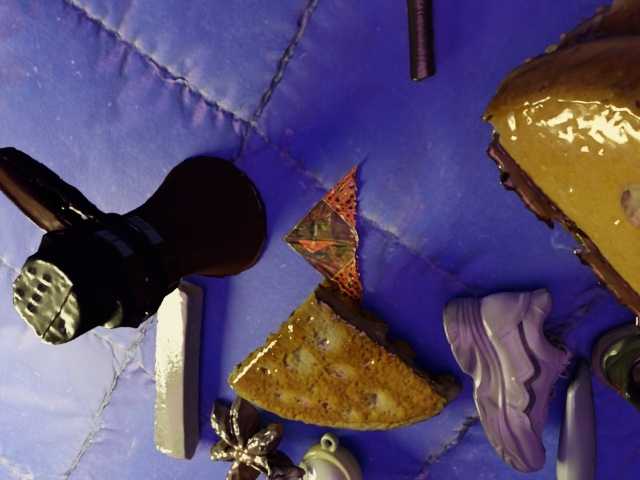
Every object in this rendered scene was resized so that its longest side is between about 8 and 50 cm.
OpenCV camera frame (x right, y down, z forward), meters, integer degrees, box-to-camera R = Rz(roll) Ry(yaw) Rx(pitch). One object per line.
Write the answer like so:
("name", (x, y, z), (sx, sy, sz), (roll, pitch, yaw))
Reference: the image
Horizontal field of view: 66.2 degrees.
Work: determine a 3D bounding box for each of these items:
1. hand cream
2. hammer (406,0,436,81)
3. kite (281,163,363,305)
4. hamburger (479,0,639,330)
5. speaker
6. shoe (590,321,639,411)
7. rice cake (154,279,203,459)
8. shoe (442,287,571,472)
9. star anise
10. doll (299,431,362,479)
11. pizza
("hand cream", (0.340, 0.281, 0.653), (0.048, 0.079, 0.255), (3, 111, 32))
("hammer", (0.108, -0.336, 0.558), (0.125, 0.027, 0.297), (-3, 106, 19))
("kite", (0.000, 0.000, 0.711), (0.125, 0.008, 0.222), (2, 108, 18))
("hamburger", (0.388, -0.049, 0.383), (0.268, 0.287, 0.445), (-42, 90, -11))
("speaker", (-0.238, -0.032, 0.620), (0.198, 0.329, 0.259), (-23, 92, 23))
("shoe", (0.424, 0.121, 0.550), (0.227, 0.112, 0.099), (-39, 91, 27))
("rice cake", (-0.242, 0.220, 0.835), (0.072, 0.056, 0.365), (14, 111, 20))
("shoe", (0.261, 0.175, 0.633), (0.137, 0.095, 0.245), (-21, 93, 26))
("star anise", (-0.129, 0.336, 0.817), (0.208, 0.063, 0.172), (-35, 80, 41))
("doll", (0.012, 0.447, 0.789), (0.141, 0.117, 0.296), (6, 109, 35))
("pizza", (0.024, 0.211, 0.730), (0.258, 0.087, 0.268), (41, 119, -5))
